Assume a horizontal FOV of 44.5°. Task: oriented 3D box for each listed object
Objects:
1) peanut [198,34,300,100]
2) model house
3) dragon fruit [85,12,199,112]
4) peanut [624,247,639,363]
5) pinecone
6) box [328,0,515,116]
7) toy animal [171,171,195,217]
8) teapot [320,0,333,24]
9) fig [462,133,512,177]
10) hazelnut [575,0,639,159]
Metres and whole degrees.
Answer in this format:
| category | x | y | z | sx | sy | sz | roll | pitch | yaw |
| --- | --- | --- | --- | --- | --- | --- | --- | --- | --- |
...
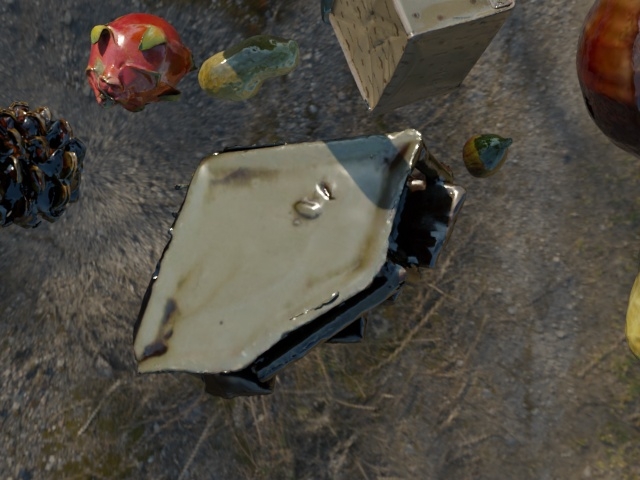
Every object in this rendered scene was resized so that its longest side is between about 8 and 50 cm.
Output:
| category | x | y | z | sx | sy | sz | roll | pitch | yaw |
| --- | --- | --- | --- | --- | --- | --- | --- | --- | --- |
| peanut | -0.154 | -0.380 | 1.721 | 0.236 | 0.110 | 0.120 | -17 | 70 | 14 |
| model house | 0.004 | 0.045 | 0.892 | 0.297 | 0.282 | 0.317 | 14 | 83 | 24 |
| dragon fruit | -0.405 | -0.384 | 1.712 | 0.227 | 0.224 | 0.224 | -29 | 103 | -28 |
| peanut | 0.644 | 0.096 | 1.453 | 0.147 | 0.147 | 0.305 | -5 | 123 | -16 |
| pinecone | -0.569 | -0.130 | 1.451 | 0.243 | 0.257 | 0.243 | 9 | 123 | 15 |
| box | 0.153 | -0.379 | 1.294 | 0.190 | 0.297 | 0.225 | -18 | 79 | -11 |
| toy animal | -0.208 | -0.124 | 1.659 | 0.260 | 0.243 | 0.087 | -35 | 113 | -53 |
| teapot | 0.015 | -0.511 | 1.665 | 0.043 | 0.043 | 0.111 | -1 | 56 | -17 |
| fig | 0.424 | -0.219 | 1.948 | 0.109 | 0.154 | 0.103 | 38 | 59 | -24 |
| hazelnut | 0.583 | -0.315 | 1.197 | 0.352 | 0.421 | 0.421 | 15 | 90 | -10 |
